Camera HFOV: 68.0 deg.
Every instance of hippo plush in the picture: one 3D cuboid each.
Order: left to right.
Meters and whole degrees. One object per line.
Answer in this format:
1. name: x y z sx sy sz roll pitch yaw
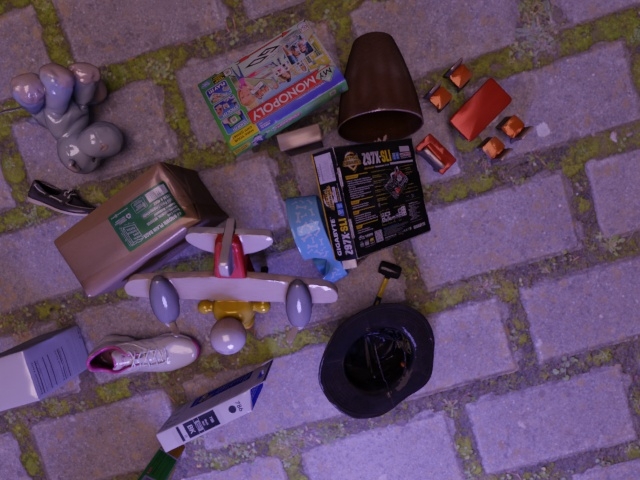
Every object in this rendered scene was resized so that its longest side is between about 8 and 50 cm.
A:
1. hippo plush: -0.654 -0.292 1.221 0.294 0.234 0.237 -26 93 4

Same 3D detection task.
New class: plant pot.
1. plant pot: 0.143 -0.393 1.201 0.215 0.215 0.231 -3 81 3

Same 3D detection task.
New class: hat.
1. hat: 0.138 0.302 1.284 0.330 0.134 0.332 -4 103 -15

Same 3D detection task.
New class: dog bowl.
1. dog bowl: 0.000 0.000 1.196 0.073 0.297 0.166 -18 53 9

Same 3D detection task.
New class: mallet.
1. mallet: 0.158 0.146 1.323 0.062 0.039 0.190 27 100 -1

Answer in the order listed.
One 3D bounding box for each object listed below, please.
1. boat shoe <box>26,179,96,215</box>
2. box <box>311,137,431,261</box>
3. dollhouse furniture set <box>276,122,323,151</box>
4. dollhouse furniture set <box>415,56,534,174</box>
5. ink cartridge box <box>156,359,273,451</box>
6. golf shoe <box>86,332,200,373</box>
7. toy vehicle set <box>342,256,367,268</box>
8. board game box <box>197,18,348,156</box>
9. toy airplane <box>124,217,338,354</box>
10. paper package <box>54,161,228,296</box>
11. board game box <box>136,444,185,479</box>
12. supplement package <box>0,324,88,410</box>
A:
1. boat shoe: -0.718 -0.117 1.322 0.205 0.075 0.065 16 99 6
2. box: 0.138 -0.110 1.173 0.079 0.321 0.258 -10 96 46
3. dollhouse furniture set: -0.073 -0.353 1.222 0.211 0.161 0.242 -16 94 4
4. dollhouse furniture set: 0.371 -0.295 1.217 0.262 0.135 0.259 44 96 -2
5. ink cartridge box: -0.270 0.450 1.307 0.332 0.165 0.065 -28 93 6
6. golf shoe: -0.496 0.328 1.321 0.305 0.140 0.116 -4 94 2
7. toy vehicle set: 0.073 -0.072 1.237 0.035 0.166 0.267 -9 95 18
8. board game box: -0.120 -0.375 1.161 0.317 0.046 0.214 -30 71 4
9. toy airplane: -0.208 0.129 1.131 0.385 0.384 0.273 -19 58 37
10. paper package: -0.433 -0.029 1.197 0.324 0.309 0.168 -34 93 4
11. board game box: -0.500 0.752 1.310 0.064 0.242 0.317 25 97 0
12. supplement package: -0.763 0.338 1.281 0.138 0.244 0.134 -16 94 5
